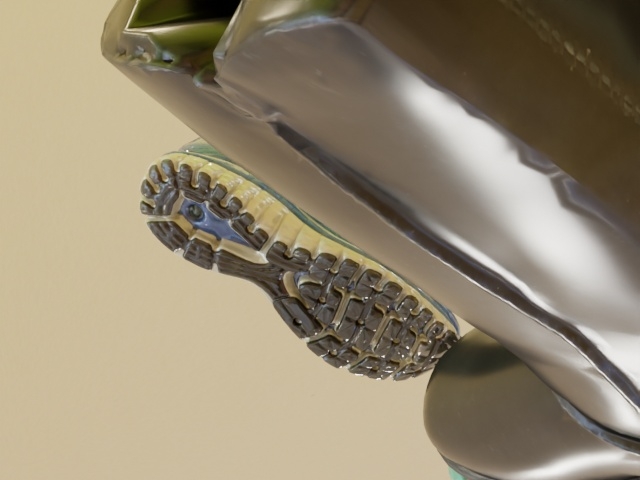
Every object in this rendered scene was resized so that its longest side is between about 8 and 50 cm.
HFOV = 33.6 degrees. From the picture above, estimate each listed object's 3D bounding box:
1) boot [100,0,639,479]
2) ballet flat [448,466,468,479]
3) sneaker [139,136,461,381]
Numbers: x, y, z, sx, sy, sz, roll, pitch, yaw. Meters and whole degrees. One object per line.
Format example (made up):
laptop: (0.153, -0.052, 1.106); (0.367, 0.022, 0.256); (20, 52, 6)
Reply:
boot: (0.070, 0.011, 0.547); (0.445, 0.367, 0.146); (31, -117, -33)
ballet flat: (0.205, 0.152, 1.036); (0.083, 0.087, 0.247); (45, -110, -2)
sneaker: (0.000, 0.000, 0.998); (0.330, 0.130, 0.147); (37, -141, -3)
